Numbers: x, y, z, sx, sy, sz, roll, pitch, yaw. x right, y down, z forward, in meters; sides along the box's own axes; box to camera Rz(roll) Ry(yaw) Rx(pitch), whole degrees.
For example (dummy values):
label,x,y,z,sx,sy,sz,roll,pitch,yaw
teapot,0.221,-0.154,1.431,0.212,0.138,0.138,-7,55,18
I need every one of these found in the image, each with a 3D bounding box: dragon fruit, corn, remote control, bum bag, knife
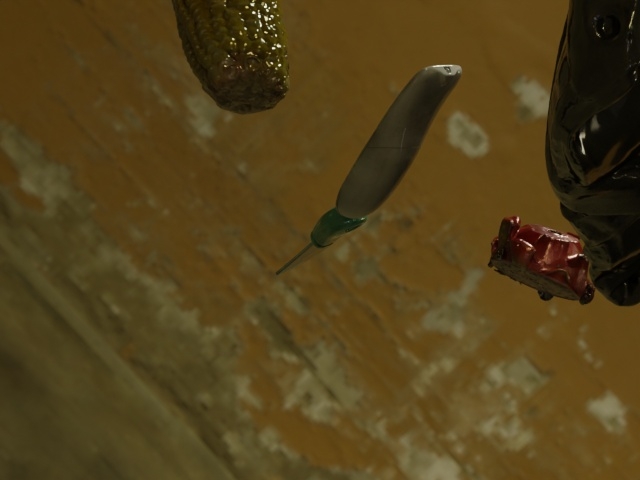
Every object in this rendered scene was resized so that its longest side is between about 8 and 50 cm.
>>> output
label,x,y,z,sx,sy,sz,roll,pitch,yaw
dragon fruit,0.229,0.015,1.464,0.126,0.068,0.112,29,-9,-34
corn,-0.080,-0.219,1.155,0.097,0.097,0.319,44,24,-43
remote control,0.088,-0.104,1.628,0.073,0.229,0.044,-5,50,-43
bum bag,0.167,-0.072,0.765,0.080,0.142,0.326,23,-14,24
knife,0.001,-0.001,1.870,0.034,0.063,0.260,64,-23,7
